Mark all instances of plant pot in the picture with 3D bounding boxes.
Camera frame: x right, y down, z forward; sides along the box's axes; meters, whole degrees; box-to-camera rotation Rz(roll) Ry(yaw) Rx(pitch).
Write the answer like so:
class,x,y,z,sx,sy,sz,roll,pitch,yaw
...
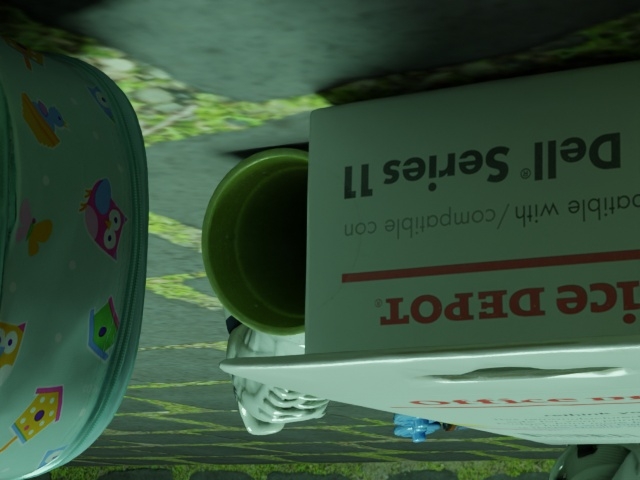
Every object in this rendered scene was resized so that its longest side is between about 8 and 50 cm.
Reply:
class,x,y,z,sx,sy,sz,roll,pitch,yaw
plant pot,0.000,0.000,0.627,0.083,0.083,0.079,-5,179,26

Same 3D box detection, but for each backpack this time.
class,x,y,z,sx,sy,sz,roll,pitch,yaw
backpack,-0.144,0.007,0.448,0.188,0.166,0.144,-4,168,34

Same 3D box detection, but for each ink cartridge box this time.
class,x,y,z,sx,sy,sz,roll,pitch,yaw
ink cartridge box,0.129,0.015,0.553,0.207,0.119,0.353,-5,166,27

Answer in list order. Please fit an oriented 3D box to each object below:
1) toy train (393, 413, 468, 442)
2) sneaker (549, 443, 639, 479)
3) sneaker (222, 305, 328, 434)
class,x,y,z,sx,sy,sz,roll,pitch,yaw
toy train,0.110,0.120,1.128,0.105,0.080,0.184,-8,165,1
sneaker,0.166,0.176,0.899,0.447,0.257,0.169,-2,165,-38
sneaker,-0.009,0.071,0.877,0.090,0.095,0.235,6,165,-12
